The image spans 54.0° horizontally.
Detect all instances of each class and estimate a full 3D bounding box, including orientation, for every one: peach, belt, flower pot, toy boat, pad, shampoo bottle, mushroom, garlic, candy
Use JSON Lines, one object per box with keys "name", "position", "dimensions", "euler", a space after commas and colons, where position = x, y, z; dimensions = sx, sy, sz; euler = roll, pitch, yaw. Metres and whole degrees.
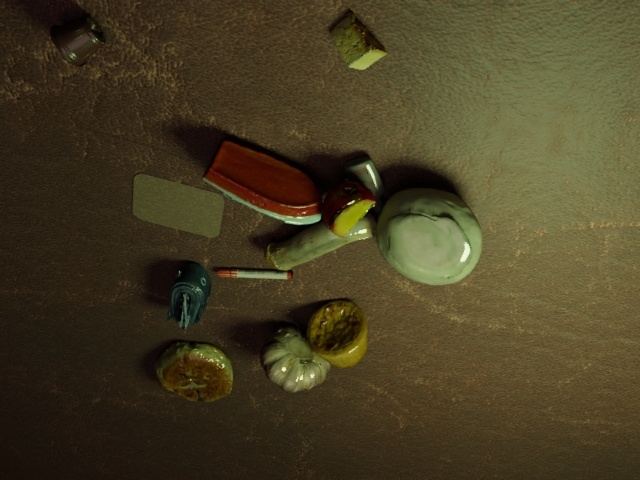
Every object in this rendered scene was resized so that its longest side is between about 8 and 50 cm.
{"name": "peach", "position": [0.063, -0.089, 1.638], "dimensions": [0.127, 0.092, 0.172], "euler": [-17, 153, -27]}
{"name": "belt", "position": [-0.418, 0.185, 1.994], "dimensions": [0.122, 0.128, 0.218], "euler": [14, 133, -3]}
{"name": "flower pot", "position": [-0.560, -0.476, 1.475], "dimensions": [0.089, 0.111, 0.111], "euler": [-26, 122, 13]}
{"name": "toy boat", "position": [-0.143, -0.134, 1.670], "dimensions": [0.332, 0.145, 0.133], "euler": [24, 154, -8]}
{"name": "pad", "position": [-0.417, -0.099, 1.833], "dimensions": [0.266, 0.002, 0.176], "euler": [15, 131, -3]}
{"name": "shampoo bottle", "position": [0.128, -0.145, 1.670], "dimensions": [0.080, 0.040, 0.165], "euler": [-14, 126, 23]}
{"name": "mushroom", "position": [0.000, 0.000, 1.791], "dimensions": [0.351, 0.095, 0.123], "euler": [-19, 148, 25]}
{"name": "garlic", "position": [-0.085, 0.398, 2.060], "dimensions": [0.245, 0.245, 0.160], "euler": [18, 128, -5]}
{"name": "candy", "position": [0.288, -0.013, 1.664], "dimensions": [0.295, 0.185, 0.295], "euler": [12, 124, 18]}

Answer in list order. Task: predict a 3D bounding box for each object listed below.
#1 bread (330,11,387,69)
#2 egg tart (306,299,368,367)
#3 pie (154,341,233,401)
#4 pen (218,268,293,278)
{"name": "bread", "position": [0.081, -0.450, 1.431], "dimensions": [0.084, 0.080, 0.109], "euler": [-32, 83, 32]}
{"name": "egg tart", "position": [0.069, 0.307, 1.981], "dimensions": [0.202, 0.202, 0.147], "euler": [-9, 141, 18]}
{"name": "pie", "position": [-0.455, 0.489, 2.294], "dimensions": [0.315, 0.092, 0.315], "euler": [4, 131, 5]}
{"name": "pen", "position": [-0.202, 0.104, 1.953], "dimensions": [0.239, 0.028, 0.028], "euler": [1, 131, 9]}
